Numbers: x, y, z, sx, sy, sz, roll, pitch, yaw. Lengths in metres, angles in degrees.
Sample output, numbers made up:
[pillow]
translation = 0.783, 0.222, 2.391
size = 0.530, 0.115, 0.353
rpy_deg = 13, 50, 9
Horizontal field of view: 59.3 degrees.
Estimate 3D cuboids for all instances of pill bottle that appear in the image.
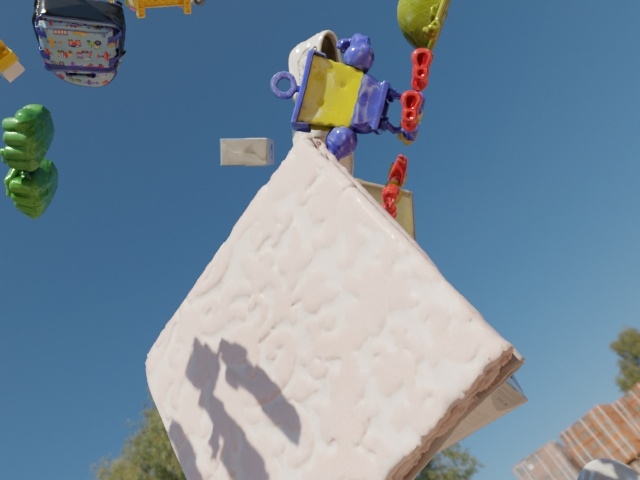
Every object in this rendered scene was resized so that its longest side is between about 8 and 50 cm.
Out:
[pill bottle]
translation = 0.529, 0.523, 1.060
size = 0.124, 0.124, 0.221
rpy_deg = -19, -50, -19

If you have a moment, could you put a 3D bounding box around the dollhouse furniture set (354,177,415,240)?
[dollhouse furniture set]
translation = 0.000, 0.000, 1.336
size = 0.256, 0.362, 0.394
rpy_deg = 9, -20, -29

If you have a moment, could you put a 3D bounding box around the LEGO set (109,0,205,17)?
[LEGO set]
translation = -0.285, -0.389, 0.777
size = 0.287, 0.107, 0.132
rpy_deg = 1, -69, -55

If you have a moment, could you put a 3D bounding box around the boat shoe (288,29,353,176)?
[boat shoe]
translation = 0.012, -0.207, 0.918
size = 0.098, 0.277, 0.096
rpy_deg = -8, -6, -34

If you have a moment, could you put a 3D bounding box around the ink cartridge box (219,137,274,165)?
[ink cartridge box]
translation = -0.207, -0.257, 1.646
size = 0.134, 0.231, 0.078
rpy_deg = -1, -82, 1

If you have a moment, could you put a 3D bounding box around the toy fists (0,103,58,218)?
[toy fists]
translation = -0.700, -0.183, 1.350
size = 0.096, 0.142, 0.279
rpy_deg = 6, -52, -14

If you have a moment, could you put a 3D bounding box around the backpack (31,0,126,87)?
[backpack]
translation = -0.450, -0.359, 1.059
size = 0.158, 0.117, 0.173
rpy_deg = 1, -35, -20

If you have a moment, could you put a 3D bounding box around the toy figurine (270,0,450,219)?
[toy figurine]
translation = 0.038, -0.222, 0.757
size = 0.191, 0.217, 0.363
rpy_deg = -13, -63, -81

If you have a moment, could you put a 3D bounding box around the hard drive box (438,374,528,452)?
[hard drive box]
translation = 0.227, 0.287, 1.027
size = 0.232, 0.089, 0.181
rpy_deg = -37, -50, 16

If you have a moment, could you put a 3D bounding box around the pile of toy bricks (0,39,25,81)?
[pile of toy bricks]
translation = -0.335, -0.177, 0.404
size = 0.118, 0.212, 0.105
rpy_deg = -48, -15, -15

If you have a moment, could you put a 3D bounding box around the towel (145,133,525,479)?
[towel]
translation = -0.028, 0.109, 0.529
size = 0.053, 0.317, 0.332
rpy_deg = 21, -67, -47
